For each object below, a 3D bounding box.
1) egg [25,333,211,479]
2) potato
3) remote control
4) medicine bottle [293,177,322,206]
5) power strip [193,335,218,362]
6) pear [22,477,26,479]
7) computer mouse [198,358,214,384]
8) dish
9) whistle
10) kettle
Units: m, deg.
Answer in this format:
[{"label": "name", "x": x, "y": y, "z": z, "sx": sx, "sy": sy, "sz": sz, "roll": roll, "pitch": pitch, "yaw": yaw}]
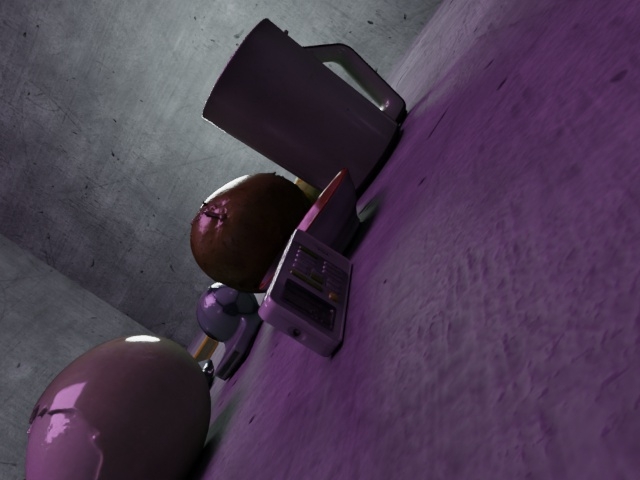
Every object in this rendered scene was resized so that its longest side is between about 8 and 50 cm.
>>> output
[{"label": "egg", "x": -0.340, "y": 0.324, "z": 0.995, "sx": 0.278, "sy": 0.278, "sz": 0.336, "roll": -51, "pitch": 2, "yaw": 31}, {"label": "potato", "x": -0.145, "y": -0.003, "z": 1.267, "sx": 0.359, "sy": 0.219, "sz": 0.270, "roll": -32, "pitch": -54, "yaw": -68}, {"label": "remote control", "x": -0.012, "y": 0.058, "z": 0.781, "sx": 0.034, "sy": 0.103, "sz": 0.250, "roll": -55, "pitch": 6, "yaw": 20}, {"label": "medicine bottle", "x": -0.038, "y": -0.134, "z": 1.803, "sx": 0.124, "sy": 0.124, "sz": 0.239, "roll": -51, "pitch": 9, "yaw": 33}, {"label": "power strip", "x": -0.408, "y": 0.402, "z": 2.054, "sx": 0.028, "sy": 0.049, "sz": 0.178, "roll": -55, "pitch": 5, "yaw": 47}, {"label": "pear", "x": -0.702, "y": 0.721, "z": 1.443, "sx": 0.398, "sy": 0.165, "sz": 0.399, "roll": -30, "pitch": 45, "yaw": 34}, {"label": "computer mouse", "x": -0.407, "y": 0.447, "z": 1.590, "sx": 0.371, "sy": 0.122, "sz": 0.188, "roll": -49, "pitch": 9, "yaw": 19}, {"label": "dish", "x": 0.000, "y": 0.000, "z": 1.048, "sx": 0.260, "sy": 0.085, "sz": 0.260, "roll": -54, "pitch": 5, "yaw": 7}, {"label": "whistle", "x": -0.226, "y": 0.185, "z": 1.407, "sx": 0.163, "sy": 0.163, "sz": 0.290, "roll": -53, "pitch": 7, "yaw": 21}, {"label": "kettle", "x": -0.012, "y": -0.304, "z": 1.330, "sx": 0.361, "sy": 0.376, "sz": 0.250, "roll": -60, "pitch": 8, "yaw": -33}]
